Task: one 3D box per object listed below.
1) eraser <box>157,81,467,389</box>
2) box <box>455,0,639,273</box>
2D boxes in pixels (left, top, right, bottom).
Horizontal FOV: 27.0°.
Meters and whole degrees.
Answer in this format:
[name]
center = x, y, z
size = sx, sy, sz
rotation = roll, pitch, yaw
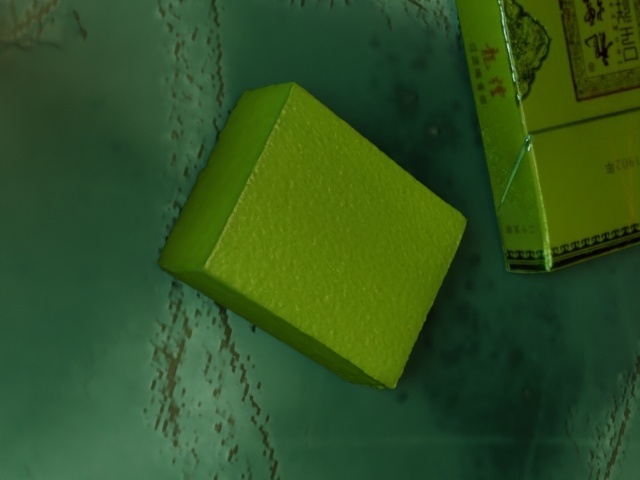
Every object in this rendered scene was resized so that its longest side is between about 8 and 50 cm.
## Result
[eraser]
center = 0.000, 0.000, 0.621
size = 0.122, 0.045, 0.097
rotation = 34, 69, -30
[box]
center = 0.140, -0.133, 0.731
size = 0.153, 0.041, 0.279
rotation = -15, 95, -36
